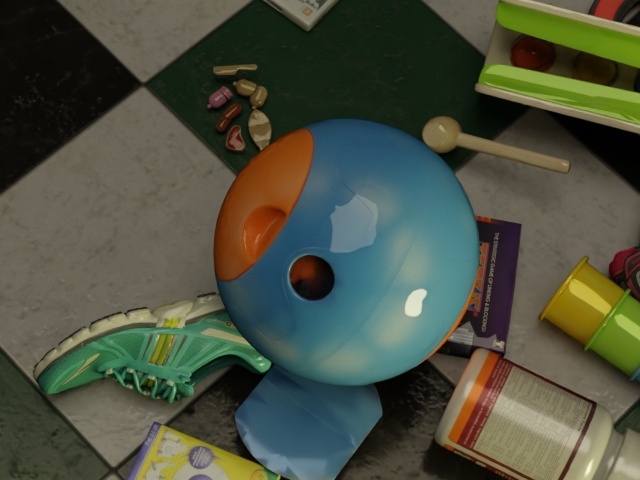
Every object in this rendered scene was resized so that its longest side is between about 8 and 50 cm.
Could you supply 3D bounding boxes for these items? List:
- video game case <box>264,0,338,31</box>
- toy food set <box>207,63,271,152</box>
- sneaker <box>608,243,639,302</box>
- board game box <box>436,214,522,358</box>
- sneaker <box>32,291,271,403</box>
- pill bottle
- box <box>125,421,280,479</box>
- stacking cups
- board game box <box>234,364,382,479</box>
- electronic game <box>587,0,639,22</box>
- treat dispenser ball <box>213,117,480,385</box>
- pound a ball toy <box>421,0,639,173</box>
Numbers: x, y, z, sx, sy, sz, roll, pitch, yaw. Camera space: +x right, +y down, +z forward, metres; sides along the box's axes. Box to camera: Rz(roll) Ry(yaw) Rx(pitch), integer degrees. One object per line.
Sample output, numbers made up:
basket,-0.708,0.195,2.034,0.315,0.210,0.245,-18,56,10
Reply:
video game case,-0.024,-0.388,1.929,0.173,0.022,0.190,37,69,12
toy food set,-0.103,-0.159,1.824,0.078,0.019,0.122,-4,74,-5
sneaker,0.460,-0.045,1.751,0.112,0.121,0.299,32,68,13
board game box,0.158,0.050,1.728,0.141,0.048,0.170,9,66,2
sneaker,-0.186,0.132,1.644,0.275,0.107,0.110,-13,76,-9
pill bottle,0.248,0.218,1.617,0.221,0.121,0.121,26,67,8
box,-0.123,0.283,1.609,0.179,0.043,0.105,22,66,4
stacking cups,0.401,0.152,1.678,0.316,0.096,0.096,40,69,11
board game box,-0.014,0.200,1.652,0.133,0.033,0.168,35,61,9
electronic game,0.456,-0.259,1.886,0.229,0.048,0.229,1,66,-3
treat dispenser ball,0.028,0.013,1.570,0.288,0.288,0.288,1,66,-3
pound a ball toy,0.303,-0.177,1.790,0.319,0.136,0.208,15,99,8
